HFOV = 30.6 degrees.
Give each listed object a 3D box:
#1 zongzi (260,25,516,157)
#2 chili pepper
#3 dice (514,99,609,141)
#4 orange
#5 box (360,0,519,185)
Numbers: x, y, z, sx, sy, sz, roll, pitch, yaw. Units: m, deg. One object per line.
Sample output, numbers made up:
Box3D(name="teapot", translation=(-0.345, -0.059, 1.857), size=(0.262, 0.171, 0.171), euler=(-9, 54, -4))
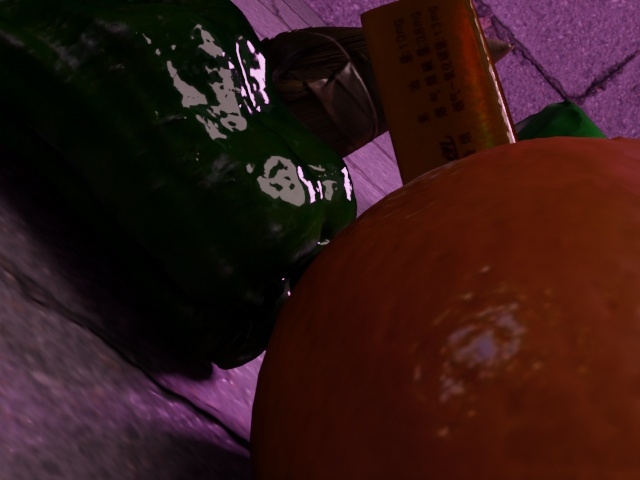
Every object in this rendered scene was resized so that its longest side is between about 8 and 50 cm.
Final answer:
Box3D(name="zongzi", translation=(0.062, -0.213, 1.431), size=(0.274, 0.300, 0.145), euler=(-111, 180, -64))
Box3D(name="chili pepper", translation=(-0.121, -0.099, 0.764), size=(0.385, 0.167, 0.213), euler=(49, 9, 18))
Box3D(name="dice", translation=(0.290, 0.010, 1.513), size=(0.287, 0.297, 0.300), euler=(48, 11, -7))
Box3D(name="orange", translation=(0.166, 0.139, 0.621), size=(0.424, 0.326, 0.424), euler=(47, 12, -13))
Box3D(name="box", translation=(0.161, -0.009, 1.143), size=(0.264, 0.116, 0.415), euler=(51, 25, -65))
